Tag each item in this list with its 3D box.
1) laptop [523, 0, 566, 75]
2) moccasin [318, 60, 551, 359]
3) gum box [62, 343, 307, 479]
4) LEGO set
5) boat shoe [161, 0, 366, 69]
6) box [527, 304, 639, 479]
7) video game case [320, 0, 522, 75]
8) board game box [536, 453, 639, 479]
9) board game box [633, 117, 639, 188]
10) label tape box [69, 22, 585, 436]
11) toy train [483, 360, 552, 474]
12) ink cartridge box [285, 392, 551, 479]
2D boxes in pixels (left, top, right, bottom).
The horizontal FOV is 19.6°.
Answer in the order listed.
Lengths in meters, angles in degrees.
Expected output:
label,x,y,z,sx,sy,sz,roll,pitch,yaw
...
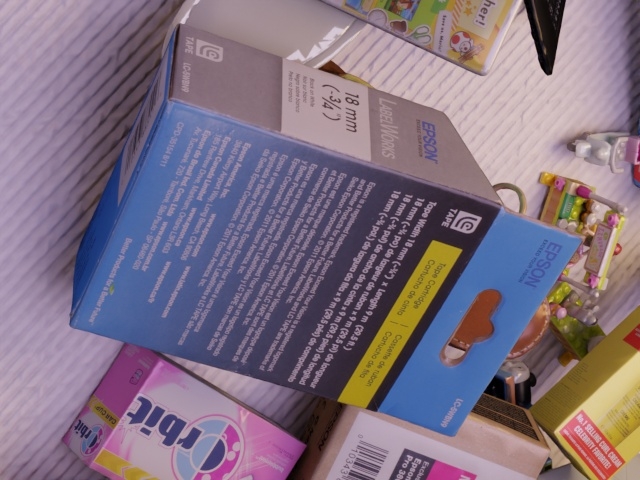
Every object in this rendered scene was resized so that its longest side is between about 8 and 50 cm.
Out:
label,x,y,z,sx,sy,sz,roll,pitch,yaw
laptop,0.238,-0.308,1.581,0.137,0.264,0.234,-10,117,17
moccasin,0.083,-0.022,1.581,0.139,0.147,0.380,-45,123,-11
gum box,-0.110,0.175,1.582,0.188,0.062,0.107,34,87,-34
LEGO set,0.264,0.044,1.735,0.132,0.107,0.287,-13,112,-27
boat shoe,0.003,-0.215,1.491,0.319,0.099,0.116,-43,91,-10
box,0.305,0.113,1.695,0.232,0.058,0.087,-41,115,-4
video game case,0.082,-0.271,1.425,0.206,0.026,0.227,25,91,-5
board game box,0.256,0.357,1.764,0.142,0.144,0.275,-12,127,-38
board game box,0.448,-0.201,1.731,0.302,0.086,0.308,-20,131,-24
label tape box,0.000,0.000,1.451,0.334,0.106,0.240,18,128,-15
toy train,0.163,0.194,1.746,0.105,0.080,0.184,-20,114,-34
ink cartridge box,0.065,0.234,1.642,0.193,0.088,0.234,22,104,-14
